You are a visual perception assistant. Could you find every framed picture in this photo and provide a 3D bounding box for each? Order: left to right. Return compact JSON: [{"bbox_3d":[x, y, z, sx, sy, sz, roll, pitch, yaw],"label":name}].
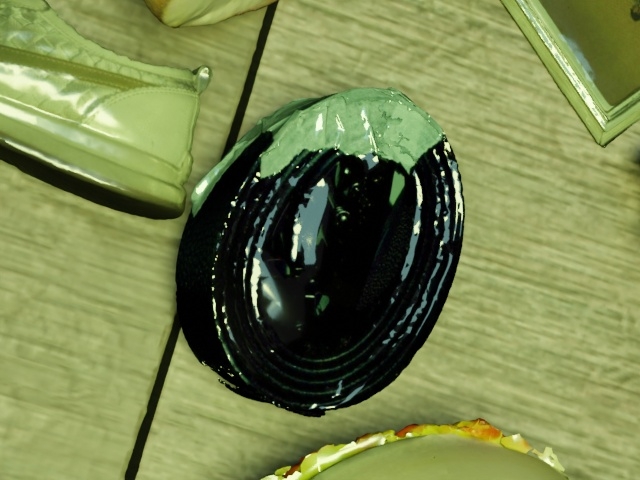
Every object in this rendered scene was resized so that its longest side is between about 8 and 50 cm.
[{"bbox_3d":[0.193,-0.218,0.790,0.197,0.014,0.252,-35,91,-13],"label":"framed picture"}]

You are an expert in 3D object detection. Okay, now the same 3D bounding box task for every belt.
[{"bbox_3d":[0.000,0.000,0.679,0.151,0.078,0.198,33,76,-21],"label":"belt"}]

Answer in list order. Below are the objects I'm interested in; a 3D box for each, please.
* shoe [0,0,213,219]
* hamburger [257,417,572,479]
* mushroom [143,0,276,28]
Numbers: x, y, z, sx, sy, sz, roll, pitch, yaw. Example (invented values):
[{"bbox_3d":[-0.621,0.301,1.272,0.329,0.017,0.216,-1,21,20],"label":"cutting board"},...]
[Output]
[{"bbox_3d":[-0.191,-0.102,0.653,0.275,0.103,0.098,24,78,-14],"label":"shoe"},{"bbox_3d":[0.065,0.241,0.625,0.276,0.179,0.294,-28,93,-11],"label":"hamburger"},{"bbox_3d":[-0.026,-0.246,0.680,0.286,0.156,0.151,-40,85,-25],"label":"mushroom"}]
